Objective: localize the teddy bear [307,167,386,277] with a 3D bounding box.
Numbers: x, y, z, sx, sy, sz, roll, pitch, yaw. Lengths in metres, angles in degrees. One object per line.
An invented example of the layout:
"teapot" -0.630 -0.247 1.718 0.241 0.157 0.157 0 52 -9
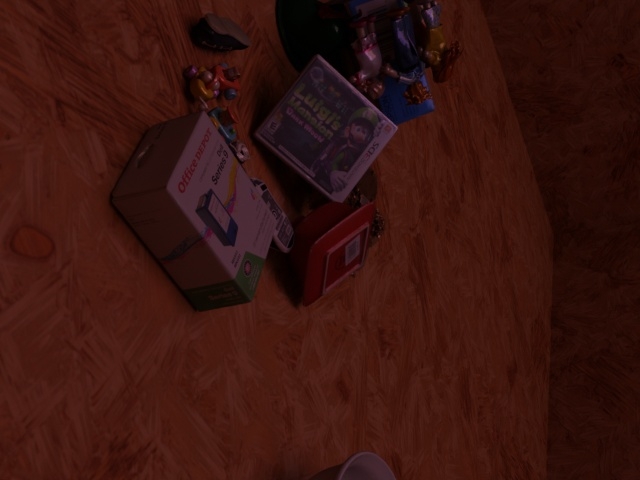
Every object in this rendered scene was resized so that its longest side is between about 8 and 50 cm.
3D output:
"teddy bear" 0.036 -0.098 1.491 0.338 0.113 0.245 67 34 -40

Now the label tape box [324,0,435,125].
"label tape box" 0.094 -0.379 1.655 0.347 0.115 0.249 -139 -153 -70

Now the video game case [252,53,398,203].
"video game case" 0.011 -0.181 1.340 0.190 0.022 0.173 39 82 -18

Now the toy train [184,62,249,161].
"toy train" -0.136 -0.204 1.181 0.125 0.046 0.166 16 52 -55

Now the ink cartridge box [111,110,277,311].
"ink cartridge box" -0.155 -0.036 1.048 0.212 0.093 0.154 57 33 -35

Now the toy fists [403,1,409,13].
"toy fists" 0.165 -0.571 1.955 0.142 0.096 0.279 49 39 -31

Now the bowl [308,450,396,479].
"bowl" 0.021 0.459 1.162 0.298 0.134 0.298 35 49 -55

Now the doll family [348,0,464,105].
"doll family" 0.164 -0.325 1.393 0.263 0.118 0.163 -37 122 -40

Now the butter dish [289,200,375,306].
"butter dish" 0.000 0.000 1.336 0.160 0.118 0.160 -35 149 -32

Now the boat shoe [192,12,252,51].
"boat shoe" -0.150 -0.315 1.241 0.049 0.042 0.133 56 22 11

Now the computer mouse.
"computer mouse" -0.103 -0.057 1.232 0.193 0.042 0.106 60 25 -23

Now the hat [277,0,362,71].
"hat" 0.036 -0.408 1.500 0.173 0.183 0.209 49 38 -45
